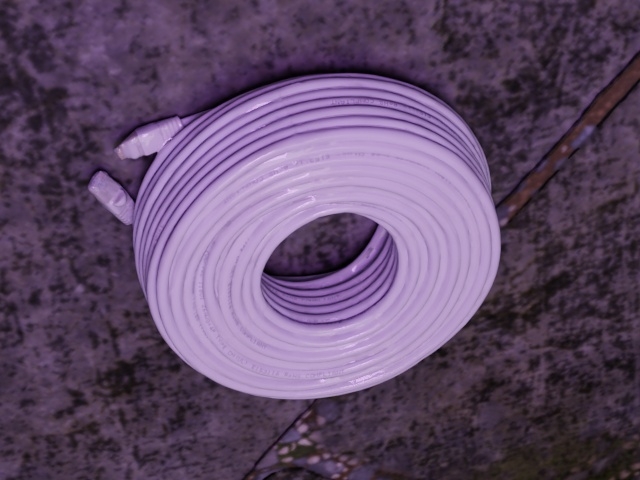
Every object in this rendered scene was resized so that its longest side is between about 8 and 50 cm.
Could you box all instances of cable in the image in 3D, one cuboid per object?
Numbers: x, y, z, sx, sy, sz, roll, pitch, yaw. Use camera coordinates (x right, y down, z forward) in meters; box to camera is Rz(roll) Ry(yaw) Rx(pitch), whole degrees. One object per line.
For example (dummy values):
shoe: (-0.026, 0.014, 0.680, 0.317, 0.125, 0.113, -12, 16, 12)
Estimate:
cable: (0.000, 0.000, 1.101, 0.257, 0.089, 0.257, -25, 131, 5)
